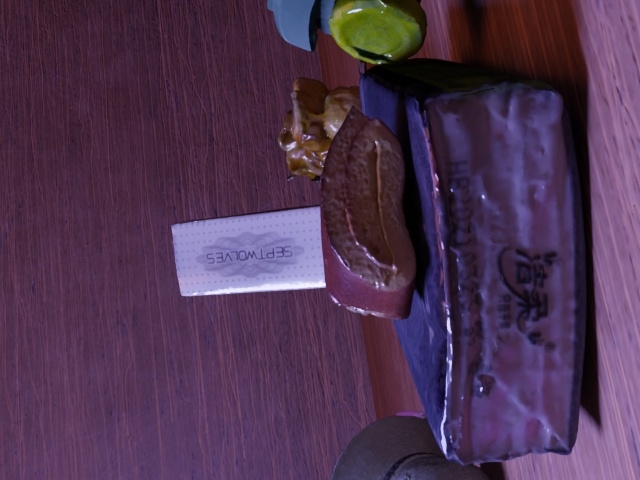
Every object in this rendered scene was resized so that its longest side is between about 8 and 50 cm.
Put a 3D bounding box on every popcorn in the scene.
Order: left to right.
[{"bbox_3d":[0.038,-0.196,1.633,0.253,0.190,0.191,4,-89,-52],"label":"popcorn"}]

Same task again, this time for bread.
[{"bbox_3d":[0.034,0.003,0.691,0.192,0.067,0.119,87,175,-50],"label":"bread"}]

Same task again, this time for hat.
[{"bbox_3d":[0.144,0.329,1.059,0.130,0.257,0.257,-28,66,54],"label":"hat"}]

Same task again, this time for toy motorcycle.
[{"bbox_3d":[0.033,-0.332,0.805,0.326,0.200,0.191,97,-175,-63],"label":"toy motorcycle"}]

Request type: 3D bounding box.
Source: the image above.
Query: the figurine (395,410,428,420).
[{"bbox_3d":[0.162,0.346,1.340,0.260,0.103,0.205,-138,40,-84],"label":"figurine"}]

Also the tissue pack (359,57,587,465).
[{"bbox_3d":[0.122,-0.015,0.813,0.394,0.124,0.288,-105,7,-75],"label":"tissue pack"}]

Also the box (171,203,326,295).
[{"bbox_3d":[0.001,0.001,1.111,0.330,0.210,0.095,-12,-84,-60],"label":"box"}]

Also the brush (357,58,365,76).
[{"bbox_3d":[0.092,-0.332,1.925,0.164,0.014,0.051,83,179,-48],"label":"brush"}]
